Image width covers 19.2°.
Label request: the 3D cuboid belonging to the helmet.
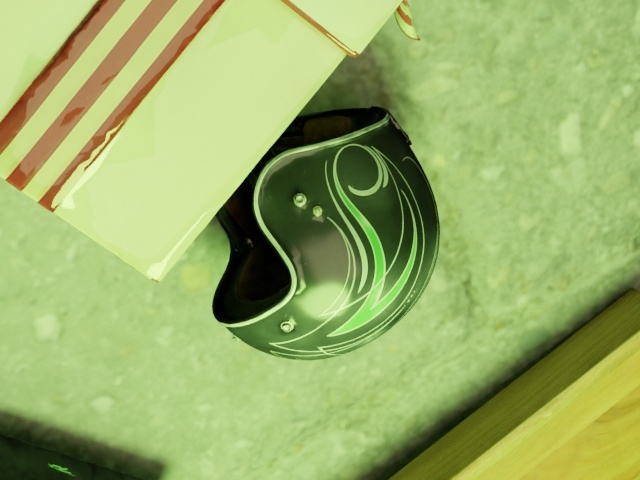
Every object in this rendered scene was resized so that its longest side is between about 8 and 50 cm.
[{"bbox_3d":[0.000,0.000,1.322,0.169,0.169,0.161,-16,104,-15],"label":"helmet"}]

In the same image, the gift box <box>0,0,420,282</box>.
[{"bbox_3d":[-0.102,-0.159,1.146,0.276,0.255,0.258,34,101,-27],"label":"gift box"}]

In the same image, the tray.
[{"bbox_3d":[0.156,0.245,1.535,0.411,0.076,0.203,-37,112,-5],"label":"tray"}]

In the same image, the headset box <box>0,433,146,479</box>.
[{"bbox_3d":[-0.205,0.272,1.315,0.246,0.283,0.131,23,121,-30],"label":"headset box"}]
